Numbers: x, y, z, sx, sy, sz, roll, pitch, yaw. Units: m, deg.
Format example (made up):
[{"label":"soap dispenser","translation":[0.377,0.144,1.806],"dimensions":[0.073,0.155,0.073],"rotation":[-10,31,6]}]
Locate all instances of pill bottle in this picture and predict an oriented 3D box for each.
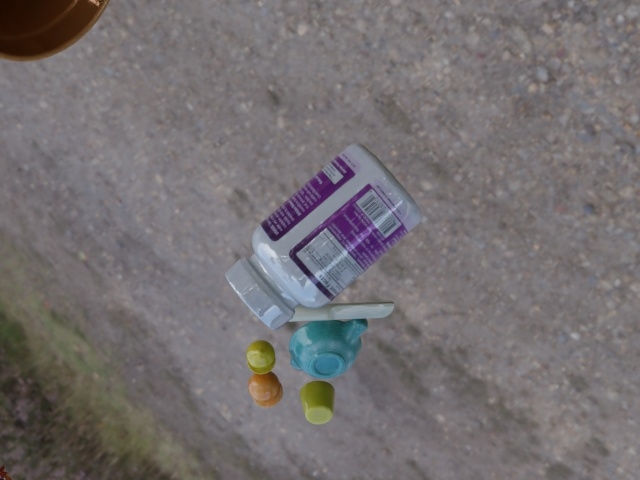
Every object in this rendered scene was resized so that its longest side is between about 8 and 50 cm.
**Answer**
[{"label":"pill bottle","translation":[0.000,0.000,1.499],"dimensions":[0.169,0.301,0.169],"rotation":[49,-179,-2]}]

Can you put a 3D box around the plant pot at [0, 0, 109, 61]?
[{"label":"plant pot","translation":[-0.499,-0.465,1.510],"dimensions":[0.203,0.291,0.291],"rotation":[40,147,25]}]

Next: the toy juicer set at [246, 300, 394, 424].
[{"label":"toy juicer set","translation":[-0.024,0.190,1.715],"dimensions":[0.209,0.089,0.329],"rotation":[15,126,-15]}]

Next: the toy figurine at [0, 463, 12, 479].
[{"label":"toy figurine","translation":[-0.343,0.254,0.905],"dimensions":[0.173,0.130,0.159],"rotation":[-20,129,14]}]
